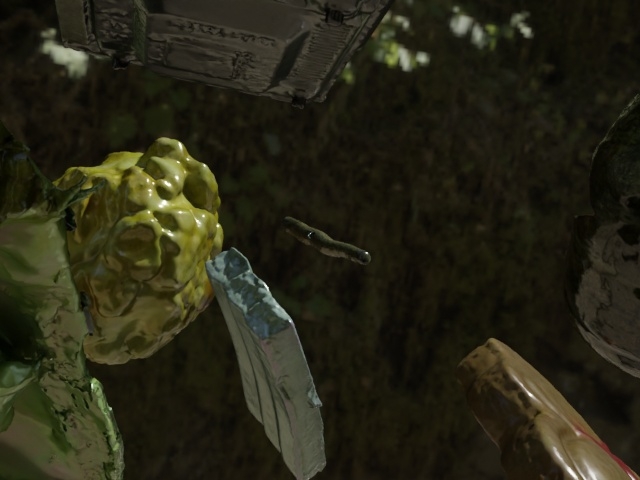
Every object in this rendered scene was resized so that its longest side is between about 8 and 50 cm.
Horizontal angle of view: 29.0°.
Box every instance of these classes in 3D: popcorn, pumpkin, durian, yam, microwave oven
[{"bbox_3d":[-0.193,0.011,1.253,0.181,0.235,0.217,23,-7,19],"label":"popcorn"},{"bbox_3d":[0.269,-0.010,0.833,0.159,0.238,0.238,38,24,32],"label":"pumpkin"},{"bbox_3d":[-0.174,0.029,0.587,0.169,0.355,0.158,7,55,-3],"label":"durian"},{"bbox_3d":[0.001,0.000,1.568,0.027,0.029,0.234,-37,24,-15],"label":"yam"},{"bbox_3d":[-0.041,-0.143,0.549,0.163,0.129,0.205,13,-9,-6],"label":"microwave oven"}]

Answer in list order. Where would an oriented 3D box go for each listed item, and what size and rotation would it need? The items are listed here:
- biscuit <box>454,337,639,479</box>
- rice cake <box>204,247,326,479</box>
[{"bbox_3d":[0.161,0.162,0.608,0.183,0.047,0.320,42,11,-20],"label":"biscuit"},{"bbox_3d":[-0.046,0.122,1.158,0.043,0.237,0.127,-28,51,-15],"label":"rice cake"}]
